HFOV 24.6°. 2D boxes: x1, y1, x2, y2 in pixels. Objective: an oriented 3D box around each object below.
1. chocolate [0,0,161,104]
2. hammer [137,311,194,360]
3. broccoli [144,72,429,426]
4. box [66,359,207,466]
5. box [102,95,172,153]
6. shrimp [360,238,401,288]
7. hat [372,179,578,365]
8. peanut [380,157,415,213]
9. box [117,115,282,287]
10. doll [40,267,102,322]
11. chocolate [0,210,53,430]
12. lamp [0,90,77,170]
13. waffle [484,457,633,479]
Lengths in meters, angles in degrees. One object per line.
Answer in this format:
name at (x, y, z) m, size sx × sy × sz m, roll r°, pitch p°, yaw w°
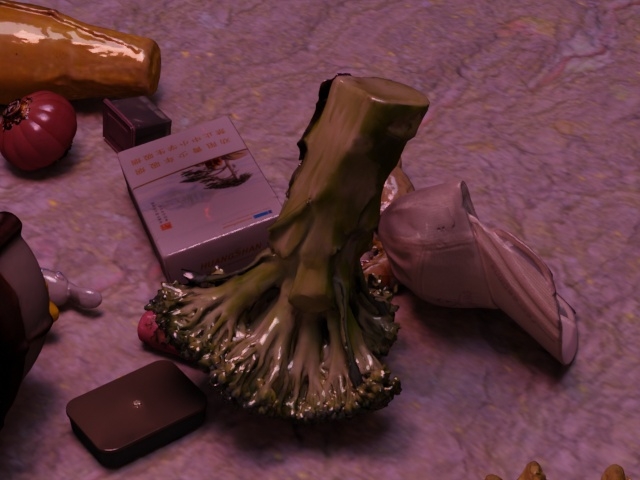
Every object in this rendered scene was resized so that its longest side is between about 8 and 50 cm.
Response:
chocolate at (-0.433, -0.253, 1.954) m, size 0.445 × 0.162 × 0.162 m, roll 5°, pitch 37°, yaw 3°
hammer at (-0.154, 0.099, 1.552) m, size 0.083 × 0.043 × 0.043 m, roll 18°, pitch 40°, yaw 23°
broccoli at (0.021, 0.010, 1.429) m, size 0.252 × 0.361 × 0.221 m, roll 33°, pitch 24°, yaw -21°
box at (-0.182, 0.173, 1.462) m, size 0.126 × 0.031 × 0.091 m, roll -25°, pitch 43°, yaw -30°
box at (-0.233, -0.143, 1.870) m, size 0.063 × 0.060 × 0.085 m, roll -14°, pitch 37°, yaw -30°
shrimp at (0.010, 0.021, 1.659) m, size 0.195 × 0.035 × 0.148 m, roll -15°, pitch 40°, yaw -25°
hat at (0.165, 0.053, 1.549) m, size 0.164 × 0.219 × 0.226 m, roll -26°, pitch 67°, yaw 9°
peanut at (0.065, -0.080, 1.763) m, size 0.082 × 0.082 × 0.187 m, roll -7°, pitch 37°, yaw -9°
box at (-0.136, -0.045, 1.707) m, size 0.149 × 0.067 × 0.233 m, roll -22°, pitch 39°, yaw -7°
doll at (-0.306, 0.061, 1.599) m, size 0.135 × 0.071 × 0.113 m, roll 3°, pitch 18°, yaw -5°
chocolate at (-0.395, 0.076, 1.434) m, size 0.284 × 0.283 × 0.186 m, roll 5°, pitch 21°, yaw 8°
lamp at (-0.353, -0.137, 1.830) m, size 0.107 × 0.092 × 0.107 m, roll -26°, pitch 39°, yaw 23°
waffle at (0.216, 0.292, 1.278) m, size 0.250 × 0.056 × 0.261 m, roll -26°, pitch 46°, yaw -29°
